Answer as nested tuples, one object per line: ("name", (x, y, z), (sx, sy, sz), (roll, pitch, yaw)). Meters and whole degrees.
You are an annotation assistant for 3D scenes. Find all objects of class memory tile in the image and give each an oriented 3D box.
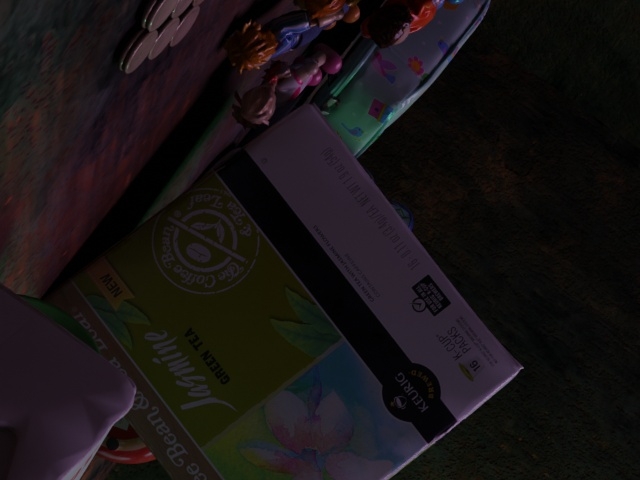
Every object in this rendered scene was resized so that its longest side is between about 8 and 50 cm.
("memory tile", (-0.088, -0.185, 0.929), (0.148, 0.012, 0.113), (-56, 177, 31))

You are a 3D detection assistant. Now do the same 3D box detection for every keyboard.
("keyboard", (-0.005, -0.224, 1.767), (0.317, 0.033, 0.201), (-54, 178, -19))

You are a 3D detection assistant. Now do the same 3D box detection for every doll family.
("doll family", (-0.005, -0.202, 1.234), (0.263, 0.118, 0.163), (-28, -172, 37))

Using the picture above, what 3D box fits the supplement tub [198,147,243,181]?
("supplement tub", (-0.031, 0.047, 1.660), (0.193, 0.316, 0.193), (-54, 178, -3))

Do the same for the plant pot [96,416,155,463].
("plant pot", (-0.205, 0.170, 1.604), (0.191, 0.191, 0.174), (-54, 175, 8))

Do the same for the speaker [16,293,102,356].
("speaker", (-0.280, 0.181, 1.052), (0.296, 0.131, 0.131), (-55, 177, 29))

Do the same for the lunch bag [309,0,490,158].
("lunch bag", (0.092, -0.238, 1.797), (0.279, 0.108, 0.224), (-51, -173, -29))

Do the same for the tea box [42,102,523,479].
("tea box", (-0.039, 0.101, 1.338), (0.323, 0.329, 0.220), (-38, 176, -6))

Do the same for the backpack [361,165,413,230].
("backpack", (0.000, 0.000, 1.885), (0.276, 0.264, 0.213), (-99, -165, -65))

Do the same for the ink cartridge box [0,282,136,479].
("ink cartridge box", (-0.303, 0.227, 0.822), (0.384, 0.160, 0.279), (-55, 178, 34))
